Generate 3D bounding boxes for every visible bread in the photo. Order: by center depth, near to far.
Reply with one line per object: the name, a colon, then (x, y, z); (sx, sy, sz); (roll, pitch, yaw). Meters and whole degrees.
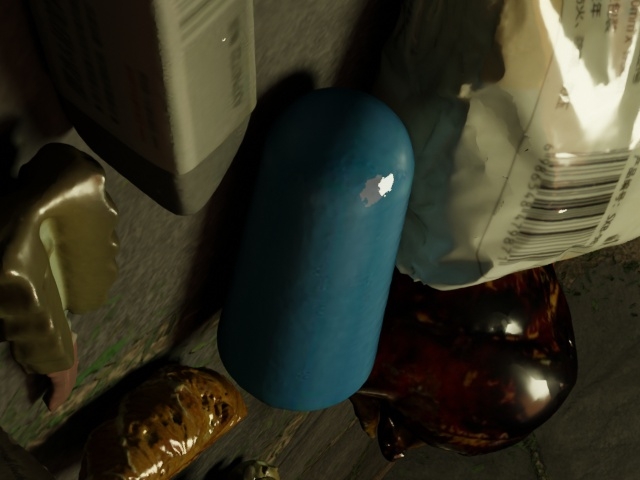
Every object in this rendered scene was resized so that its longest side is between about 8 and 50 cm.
bread: (-0.126, 0.147, 0.934); (0.105, 0.076, 0.233); (-45, 175, 23)

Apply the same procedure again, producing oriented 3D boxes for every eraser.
eraser: (-0.075, -0.119, 0.455); (0.061, 0.089, 0.352); (-49, 165, -20)

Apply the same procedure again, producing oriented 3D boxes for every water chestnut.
water chestnut: (0.127, 0.093, 1.228); (0.244, 0.289, 0.289); (-22, 178, 26)

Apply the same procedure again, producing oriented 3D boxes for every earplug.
earplug: (0.000, 0.000, 0.881); (0.132, 0.132, 0.273); (-41, 158, -34)

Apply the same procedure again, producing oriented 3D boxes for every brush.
brush: (-0.151, 0.047, 0.669); (0.084, 0.071, 0.301); (-48, 170, -24)

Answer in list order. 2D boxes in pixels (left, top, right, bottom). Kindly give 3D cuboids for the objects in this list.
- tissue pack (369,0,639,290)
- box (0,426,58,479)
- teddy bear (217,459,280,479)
tissue pack: (0.213, -0.144, 0.923); (0.390, 0.195, 0.375); (-9, 136, -31)
box: (-0.256, 0.238, 0.565); (0.297, 0.190, 0.225); (-33, 155, -50)
teddy bear: (-0.114, 0.345, 1.275); (0.267, 0.156, 0.256); (-45, 162, -17)
